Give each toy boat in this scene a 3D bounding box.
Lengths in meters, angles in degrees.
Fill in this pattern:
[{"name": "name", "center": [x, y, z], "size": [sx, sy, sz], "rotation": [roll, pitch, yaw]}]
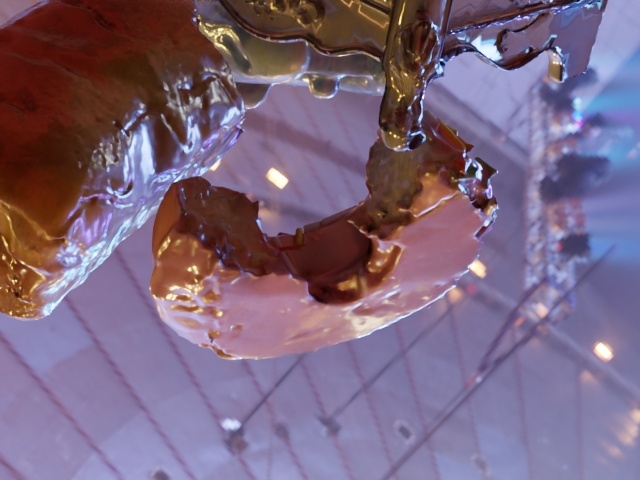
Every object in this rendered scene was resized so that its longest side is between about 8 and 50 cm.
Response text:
[{"name": "toy boat", "center": [-0.034, -0.173, 1.235], "size": [0.215, 0.123, 0.330], "rotation": [-1, -165, -28]}]

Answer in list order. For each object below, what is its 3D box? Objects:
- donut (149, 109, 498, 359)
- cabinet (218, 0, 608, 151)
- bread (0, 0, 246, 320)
[{"name": "donut", "center": [0.000, 0.000, 0.848], "size": [0.199, 0.232, 0.085], "rotation": [84, 169, -59]}, {"name": "cabinet", "center": [0.040, -0.272, 0.777], "size": [0.290, 0.318, 0.227], "rotation": [33, -143, 31]}, {"name": "bread", "center": [-0.188, -0.093, 0.982], "size": [0.195, 0.149, 0.344], "rotation": [34, -141, 3]}]
